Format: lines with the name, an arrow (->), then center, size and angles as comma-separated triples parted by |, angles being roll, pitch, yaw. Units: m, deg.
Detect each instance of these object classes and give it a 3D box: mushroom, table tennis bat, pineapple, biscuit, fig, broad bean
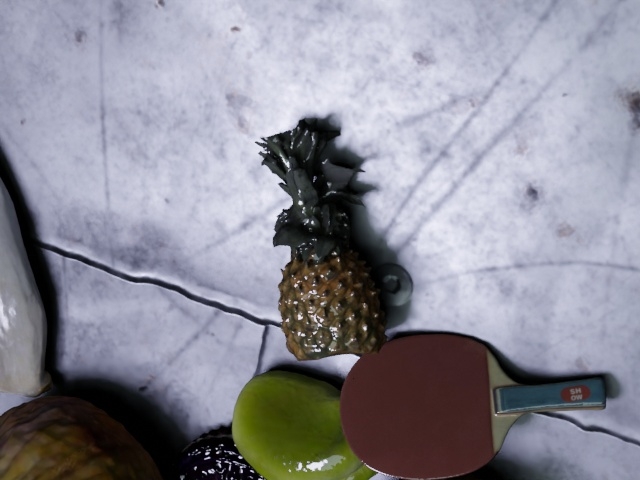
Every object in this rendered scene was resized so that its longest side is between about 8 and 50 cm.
mushroom -> -0.388, 0.023, 1.432 | 0.109, 0.097, 0.351 | -13, 105, 24
table tennis bat -> 0.155, 0.167, 1.284 | 0.274, 0.021, 0.154 | -5, 69, 9
pineapple -> 0.000, 0.000, 1.285 | 0.125, 0.125, 0.251 | -11, 93, 23
biscuit -> -0.093, 0.306, 1.438 | 0.194, 0.053, 0.195 | 6, 110, 18
fig -> -0.357, 0.329, 1.366 | 0.286, 0.368, 0.286 | 4, 96, 44
broad bean -> -0.011, 0.211, 1.356 | 0.174, 0.082, 0.124 | 7, 72, 22

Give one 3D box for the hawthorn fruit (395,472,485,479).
hawthorn fruit -> 0.123, 0.364, 1.314 | 0.199, 0.199, 0.251 | -8, 115, 22
